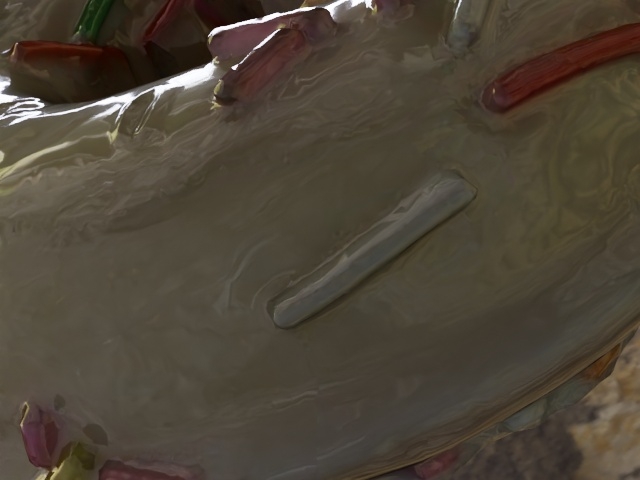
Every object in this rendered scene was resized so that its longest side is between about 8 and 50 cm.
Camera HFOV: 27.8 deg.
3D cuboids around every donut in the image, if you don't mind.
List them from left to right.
[{"bbox_3d":[-0.015,-0.054,0.496,0.383,0.382,0.142,11,-42,48],"label":"donut"}]
